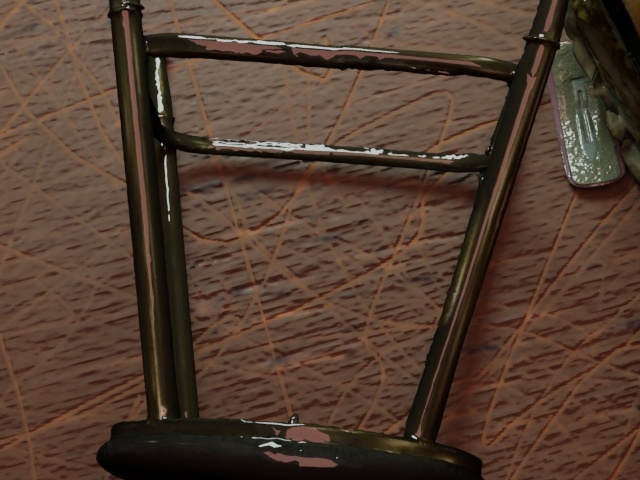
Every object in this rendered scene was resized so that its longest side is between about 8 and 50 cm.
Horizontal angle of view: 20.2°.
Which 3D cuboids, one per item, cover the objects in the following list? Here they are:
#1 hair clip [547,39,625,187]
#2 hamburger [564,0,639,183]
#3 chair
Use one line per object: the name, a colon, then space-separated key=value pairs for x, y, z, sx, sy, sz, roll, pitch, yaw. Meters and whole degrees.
hair clip: x=0.237 y=-0.112 z=1.614 sx=0.054 sy=0.022 sz=0.137 roll=-10 pitch=80 yaw=-1
hamburger: x=0.314 y=-0.174 z=1.518 sx=0.192 sy=0.168 sz=0.288 roll=-31 pitch=106 yaw=-14
chair: x=0.000 y=0.000 z=1.418 sx=0.362 sy=0.364 sz=0.410 roll=5 pitch=78 yaw=1
